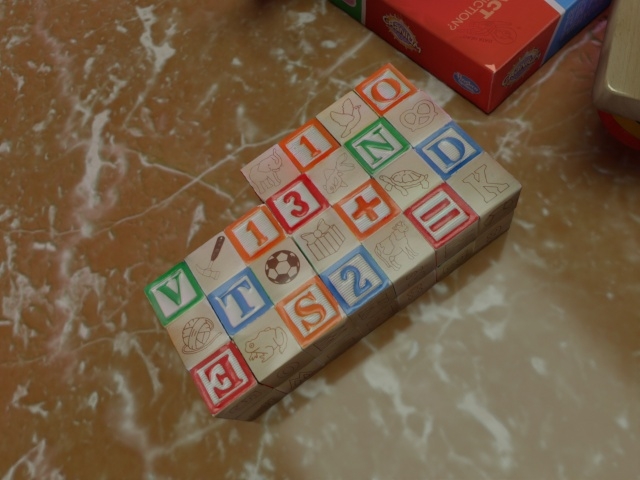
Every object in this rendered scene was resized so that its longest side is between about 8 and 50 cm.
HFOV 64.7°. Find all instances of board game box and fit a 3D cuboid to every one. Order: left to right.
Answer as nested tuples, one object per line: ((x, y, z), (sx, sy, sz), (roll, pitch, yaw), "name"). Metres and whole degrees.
((0.153, -0.319, 0.561), (0.242, 0.064, 0.316), (-42, 65, -5), "board game box")

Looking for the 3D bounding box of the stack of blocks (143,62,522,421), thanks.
((0.000, 0.000, 0.455), (0.297, 0.087, 0.171), (-37, 65, -3), "stack of blocks")

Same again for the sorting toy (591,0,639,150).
((0.359, -0.167, 0.413), (0.255, 0.089, 0.257), (18, 74, 6), "sorting toy")
